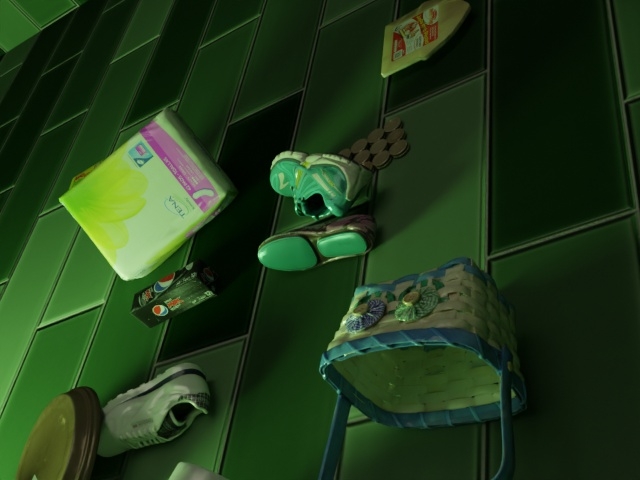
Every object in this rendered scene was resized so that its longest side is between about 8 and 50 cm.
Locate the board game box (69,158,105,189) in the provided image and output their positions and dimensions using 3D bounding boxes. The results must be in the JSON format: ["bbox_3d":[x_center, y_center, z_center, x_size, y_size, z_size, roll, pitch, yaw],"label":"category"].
[{"bbox_3d":[-0.444,-0.085,1.952,0.092,0.181,0.043,-27,37,23],"label":"board game box"}]

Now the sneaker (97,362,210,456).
[{"bbox_3d":[-0.282,0.296,1.474,0.235,0.090,0.095,-36,44,13],"label":"sneaker"}]

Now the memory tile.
[{"bbox_3d":[0.092,-0.158,1.638,0.148,0.012,0.113,-31,36,17],"label":"memory tile"}]

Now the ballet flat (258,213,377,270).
[{"bbox_3d":[0.000,0.000,1.521,0.221,0.077,0.079,-13,26,30],"label":"ballet flat"}]

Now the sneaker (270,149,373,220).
[{"bbox_3d":[-0.020,-0.094,1.592,0.275,0.107,0.110,7,71,61],"label":"sneaker"}]

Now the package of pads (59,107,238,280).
[{"bbox_3d":[-0.340,-0.086,1.822,0.296,0.229,0.101,-39,-5,6],"label":"package of pads"}]

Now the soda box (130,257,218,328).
[{"bbox_3d":[-0.274,0.101,1.689,0.169,0.060,0.053,-27,36,23],"label":"soda box"}]

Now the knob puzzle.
[{"bbox_3d":[0.212,-0.408,1.769,0.213,0.030,0.213,-27,37,23],"label":"knob puzzle"}]

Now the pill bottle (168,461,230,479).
[{"bbox_3d":[-0.198,0.446,1.146,0.169,0.169,0.301,-1,52,45],"label":"pill bottle"}]

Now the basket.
[{"bbox_3d":[0.117,0.180,1.083,0.255,0.201,0.289,-19,48,33],"label":"basket"}]

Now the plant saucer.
[{"bbox_3d":[-0.452,0.377,1.518,0.278,0.041,0.278,-36,41,40],"label":"plant saucer"}]
